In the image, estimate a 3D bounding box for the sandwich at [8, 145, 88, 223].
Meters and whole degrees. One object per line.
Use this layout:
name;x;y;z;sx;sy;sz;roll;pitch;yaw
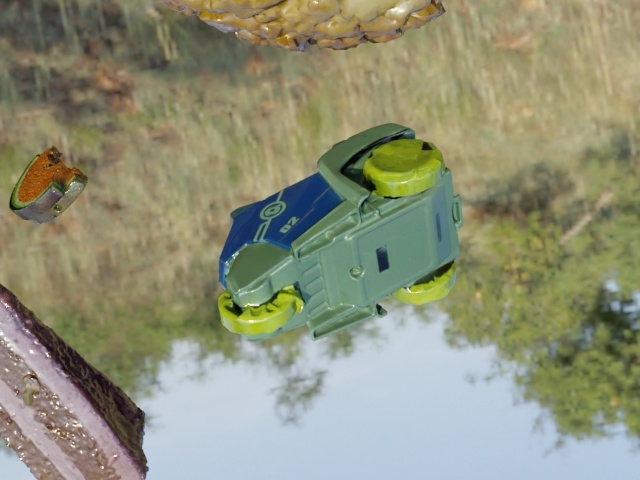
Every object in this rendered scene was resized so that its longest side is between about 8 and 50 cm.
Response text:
sandwich;-0.243;-0.046;1.034;0.067;0.029;0.135;-51;-156;-3

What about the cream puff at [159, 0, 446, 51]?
cream puff;-0.027;-0.261;0.845;0.327;0.231;0.343;26;-141;3

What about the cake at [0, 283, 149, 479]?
cake;-0.302;0.161;1.275;0.116;0.295;0.113;-31;-158;15

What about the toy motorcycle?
toy motorcycle;0.000;0.000;1.409;0.326;0.191;0.200;-25;-143;-21
